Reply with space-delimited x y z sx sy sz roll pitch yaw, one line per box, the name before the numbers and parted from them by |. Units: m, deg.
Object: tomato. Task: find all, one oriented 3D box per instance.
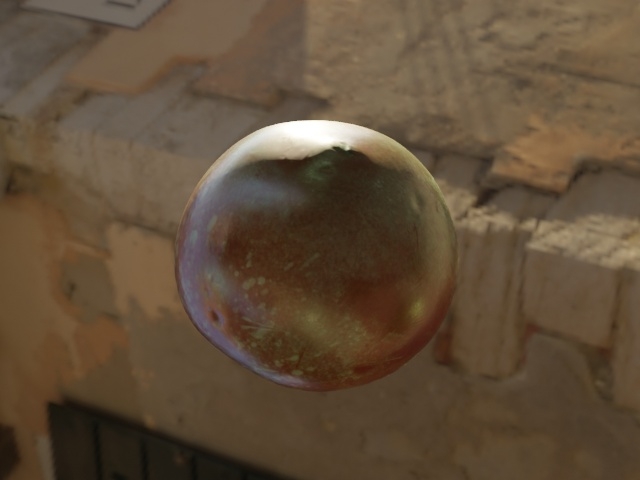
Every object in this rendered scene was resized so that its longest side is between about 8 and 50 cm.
tomato | 0.000 0.000 1.267 0.270 0.270 0.222 -51 -24 -44
